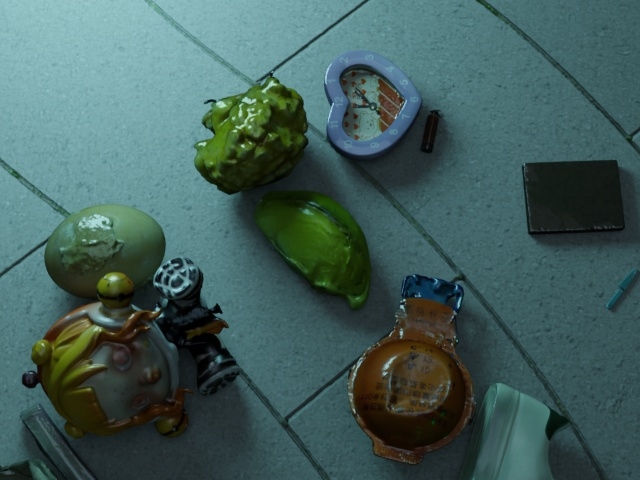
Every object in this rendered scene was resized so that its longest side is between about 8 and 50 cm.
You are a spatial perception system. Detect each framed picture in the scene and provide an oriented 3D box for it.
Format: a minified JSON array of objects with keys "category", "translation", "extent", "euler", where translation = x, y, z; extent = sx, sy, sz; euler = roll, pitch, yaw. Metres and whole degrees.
[{"category":"framed picture","translation":[0.446,-0.077,2.059],"extent":[0.168,0.023,0.128],"euler":[-2,76,-3]}]

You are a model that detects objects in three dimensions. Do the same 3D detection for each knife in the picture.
[{"category":"knife","translation":[0.526,0.083,2.032],"extent":[0.014,0.005,0.091],"euler":[40,78,5]}]

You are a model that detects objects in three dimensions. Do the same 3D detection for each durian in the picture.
[{"category":"durian","translation":[0.000,0.000,1.989],"extent":[0.250,0.101,0.139],"euler":[36,113,6]}]

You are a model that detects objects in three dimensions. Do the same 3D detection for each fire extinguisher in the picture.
[{"category":"fire extinguisher","translation":[0.199,-0.197,2.080],"extent":[0.028,0.022,0.083],"euler":[23,72,-36]}]

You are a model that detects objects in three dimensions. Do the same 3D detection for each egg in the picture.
[{"category":"egg","translation":[-0.357,0.018,1.936],"extent":[0.201,0.164,0.164],"euler":[-13,77,-10]}]

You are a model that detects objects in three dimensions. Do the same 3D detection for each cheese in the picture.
[{"category":"cheese","translation":[0.160,0.209,1.930],"extent":[0.217,0.129,0.329],"euler":[12,65,4]}]

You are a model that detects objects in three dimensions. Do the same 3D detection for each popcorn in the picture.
[{"category":"popcorn","translation":[-0.119,-0.177,1.974],"extent":[0.169,0.189,0.218],"euler":[63,38,-18]}]

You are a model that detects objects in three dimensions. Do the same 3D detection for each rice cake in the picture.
[{"category":"rice cake","translation":[-0.422,0.354,1.918],"extent":[0.047,0.036,0.206],"euler":[-39,81,-18]}]

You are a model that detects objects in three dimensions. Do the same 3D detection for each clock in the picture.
[{"category":"clock","translation":[0.093,-0.236,2.062],"extent":[0.172,0.064,0.198],"euler":[-3,77,-3]}]

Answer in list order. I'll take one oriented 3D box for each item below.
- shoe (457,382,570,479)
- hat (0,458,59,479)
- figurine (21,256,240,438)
[{"category":"shoe","translation":[0.303,0.424,1.886],"extent":[0.160,0.132,0.363],"euler":[19,73,-3]},{"category":"hat","translation":[-0.405,0.446,1.868],"extent":[0.245,0.149,0.214],"euler":[14,116,-32]},{"category":"figurine","translation":[-0.313,0.187,1.881],"extent":[0.323,0.196,0.320],"euler":[-26,119,-18]}]
